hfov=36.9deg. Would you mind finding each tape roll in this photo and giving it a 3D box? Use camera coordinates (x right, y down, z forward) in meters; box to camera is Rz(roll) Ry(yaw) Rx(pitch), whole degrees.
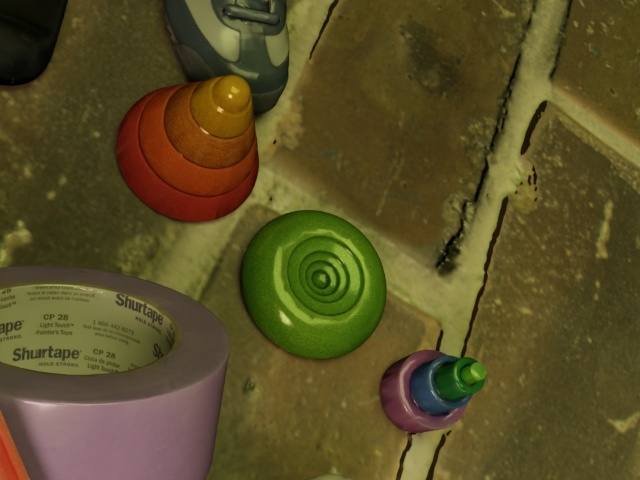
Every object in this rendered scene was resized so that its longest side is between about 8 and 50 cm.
[{"bbox_3d":[-0.152,0.085,0.566,0.189,0.080,0.189,9,17,-3],"label":"tape roll"}]

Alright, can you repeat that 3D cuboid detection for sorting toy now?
[{"bbox_3d":[0.000,0.000,0.741,0.365,0.126,0.127,47,60,-2],"label":"sorting toy"}]

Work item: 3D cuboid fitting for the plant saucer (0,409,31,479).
[{"bbox_3d":[-0.212,0.191,0.380,0.259,0.048,0.258,-42,125,-49],"label":"plant saucer"}]

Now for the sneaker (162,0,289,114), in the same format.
[{"bbox_3d":[-0.075,-0.272,0.848,0.112,0.131,0.319,0,68,-31],"label":"sneaker"}]

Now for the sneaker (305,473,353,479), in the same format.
[{"bbox_3d":[-0.102,0.172,0.608,0.282,0.102,0.161,-17,71,-37],"label":"sneaker"}]

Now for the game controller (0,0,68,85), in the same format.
[{"bbox_3d":[-0.273,-0.272,0.782,0.166,0.067,0.319,28,52,-34],"label":"game controller"}]
